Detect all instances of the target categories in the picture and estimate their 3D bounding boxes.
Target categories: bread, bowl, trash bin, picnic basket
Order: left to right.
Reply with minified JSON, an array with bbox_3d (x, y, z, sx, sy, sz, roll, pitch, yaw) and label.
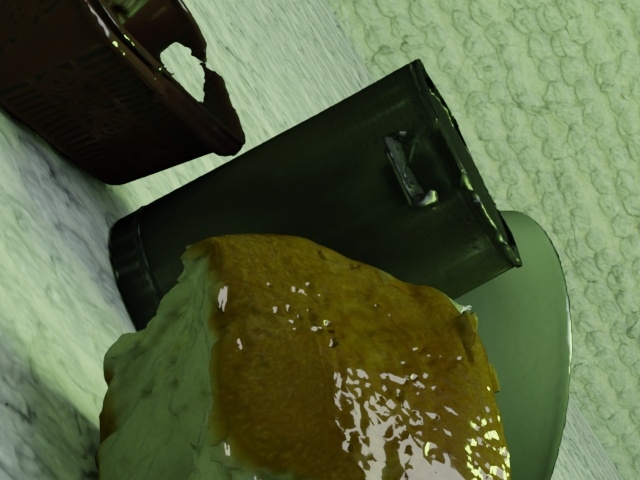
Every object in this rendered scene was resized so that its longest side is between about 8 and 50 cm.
[{"bbox_3d":[-0.198,-0.169,1.435,0.297,0.129,0.222,43,20,-60],"label":"picnic basket"},{"bbox_3d":[-0.016,0.163,1.138,0.250,0.225,0.279,16,40,-26],"label":"bread"},{"bbox_3d":[0.000,0.000,1.462,0.203,0.301,0.252,63,12,6],"label":"trash bin"},{"bbox_3d":[0.081,0.133,1.631,0.185,0.354,0.354,8,36,-17],"label":"bowl"}]
